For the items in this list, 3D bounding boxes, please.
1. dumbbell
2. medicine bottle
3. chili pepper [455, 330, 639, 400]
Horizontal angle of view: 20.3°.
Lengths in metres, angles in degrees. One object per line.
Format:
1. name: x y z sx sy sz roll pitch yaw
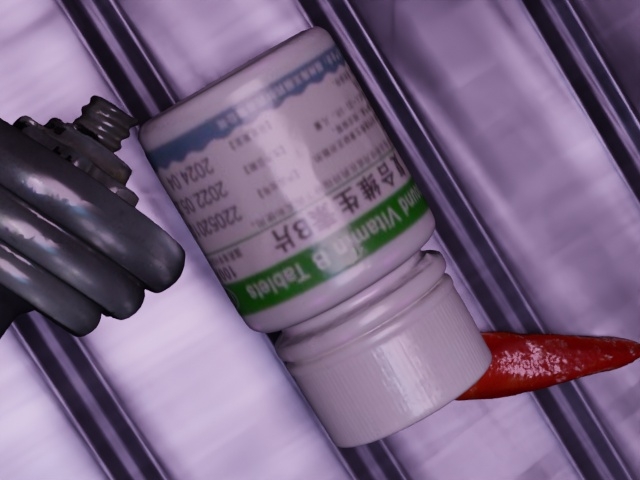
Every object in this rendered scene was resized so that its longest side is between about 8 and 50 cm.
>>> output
1. dumbbell: -0.230 0.090 1.030 0.179 0.179 0.406 35 83 -11
2. medicine bottle: 0.000 0.000 1.103 0.139 0.139 0.237 -30 96 -11
3. chili pepper: 0.145 0.081 1.193 0.178 0.027 0.045 -2 90 -15
